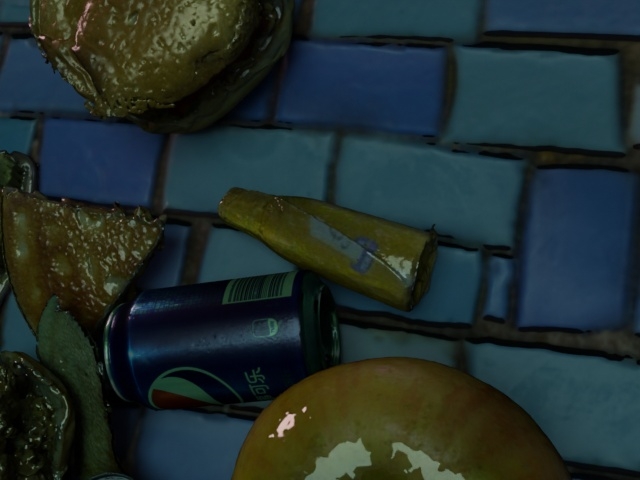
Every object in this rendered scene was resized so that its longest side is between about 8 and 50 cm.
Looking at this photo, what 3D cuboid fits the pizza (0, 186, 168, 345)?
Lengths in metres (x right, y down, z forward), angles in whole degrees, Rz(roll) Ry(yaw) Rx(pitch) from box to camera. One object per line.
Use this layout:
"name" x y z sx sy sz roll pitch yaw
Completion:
"pizza" -0.229 0.027 0.819 0.193 0.053 0.201 -12 90 17

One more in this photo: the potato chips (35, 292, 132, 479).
"potato chips" -0.227 0.154 0.773 0.142 0.026 0.209 -36 79 48

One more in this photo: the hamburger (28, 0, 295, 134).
"hamburger" -0.153 -0.228 0.810 0.244 0.163 0.244 -1 86 15

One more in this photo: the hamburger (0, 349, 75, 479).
"hamburger" -0.324 0.195 0.761 0.159 0.131 0.185 20 110 35

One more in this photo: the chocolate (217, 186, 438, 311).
"chocolate" 0.000 0.000 0.768 0.219 0.085 0.085 18 83 20

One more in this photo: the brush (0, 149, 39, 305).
"brush" -0.365 0.050 0.852 0.072 0.067 0.313 4 81 14

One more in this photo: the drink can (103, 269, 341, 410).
"drink can" -0.089 0.094 0.745 0.205 0.118 0.118 -7 77 13

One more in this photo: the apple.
"apple" 0.061 0.230 0.619 0.286 0.233 0.286 -4 73 15

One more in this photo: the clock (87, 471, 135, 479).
"clock" -0.195 0.257 0.738 0.085 0.017 0.085 -1 66 2
